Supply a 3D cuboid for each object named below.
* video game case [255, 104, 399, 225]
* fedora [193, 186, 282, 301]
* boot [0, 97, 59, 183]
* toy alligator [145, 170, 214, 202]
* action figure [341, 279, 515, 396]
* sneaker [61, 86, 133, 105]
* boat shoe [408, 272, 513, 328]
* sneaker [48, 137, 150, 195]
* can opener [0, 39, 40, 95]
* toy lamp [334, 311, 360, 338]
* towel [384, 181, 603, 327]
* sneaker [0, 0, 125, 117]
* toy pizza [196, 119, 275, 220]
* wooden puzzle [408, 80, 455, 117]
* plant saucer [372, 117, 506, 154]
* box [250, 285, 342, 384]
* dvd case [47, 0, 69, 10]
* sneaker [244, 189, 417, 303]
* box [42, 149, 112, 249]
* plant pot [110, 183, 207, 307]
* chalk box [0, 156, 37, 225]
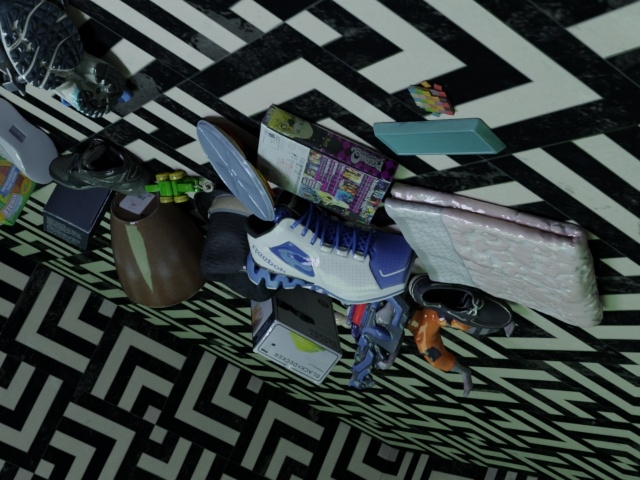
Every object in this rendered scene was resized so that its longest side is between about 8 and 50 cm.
[{"bbox_3d":[0.003,-0.110,1.612,0.210,0.042,0.232,25,164,2],"label":"video game case"},{"bbox_3d":[-0.137,0.027,2.050,0.334,0.152,0.334,22,164,7],"label":"fedora"},{"bbox_3d":[-0.644,-0.219,2.130,0.123,0.095,0.258,21,156,32],"label":"boot"},{"bbox_3d":[-0.259,-0.106,1.997,0.189,0.056,0.051,0,-164,38],"label":"toy alligator"},{"bbox_3d":[0.174,0.173,2.050,0.330,0.178,0.341,28,139,2],"label":"action figure"},{"bbox_3d":[-0.366,-0.238,1.701,0.144,0.059,0.053,12,158,34],"label":"sneaker"},{"bbox_3d":[0.258,0.119,1.868,0.206,0.075,0.065,20,-169,-12],"label":"boat shoe"},{"bbox_3d":[-0.459,-0.154,2.056,0.227,0.087,0.130,11,158,27],"label":"sneaker"},{"bbox_3d":[-0.499,-0.323,1.645,0.095,0.076,0.283,-10,159,2],"label":"can opener"},{"bbox_3d":[-0.021,0.165,2.455,0.274,0.080,0.080,20,163,18],"label":"toy lamp"},{"bbox_3d":[0.282,0.029,1.649,0.317,0.053,0.332,16,163,25],"label":"towel"},{"bbox_3d":[-0.411,-0.277,1.543,0.122,0.110,0.283,32,171,25],"label":"sneaker"},{"bbox_3d":[-0.132,-0.118,1.702,0.201,0.032,0.201,48,166,16],"label":"toy pizza"},{"bbox_3d":[0.138,-0.174,1.288,0.049,0.006,0.083,15,161,29],"label":"wooden puzzle"},{"bbox_3d":[0.152,-0.134,1.375,0.192,0.018,0.067,3,154,49],"label":"plant saucer"},{"bbox_3d":[-0.056,0.159,2.187,0.169,0.087,0.290,31,-159,-18],"label":"box"},{"bbox_3d":[-0.453,-0.395,1.402,0.221,0.018,0.164,23,165,1],"label":"dvd case"},{"bbox_3d":[-0.001,0.000,1.785,0.315,0.127,0.182,3,138,19],"label":"sneaker"},{"bbox_3d":[-0.514,-0.084,2.234,0.108,0.153,0.207,27,163,-8],"label":"box"},{"bbox_3d":[-0.358,-0.011,2.206,0.215,0.215,0.230,17,148,23],"label":"plant pot"},{"bbox_3d":[-0.795,-0.127,2.531,0.132,0.132,0.213,14,162,32],"label":"chalk box"}]
